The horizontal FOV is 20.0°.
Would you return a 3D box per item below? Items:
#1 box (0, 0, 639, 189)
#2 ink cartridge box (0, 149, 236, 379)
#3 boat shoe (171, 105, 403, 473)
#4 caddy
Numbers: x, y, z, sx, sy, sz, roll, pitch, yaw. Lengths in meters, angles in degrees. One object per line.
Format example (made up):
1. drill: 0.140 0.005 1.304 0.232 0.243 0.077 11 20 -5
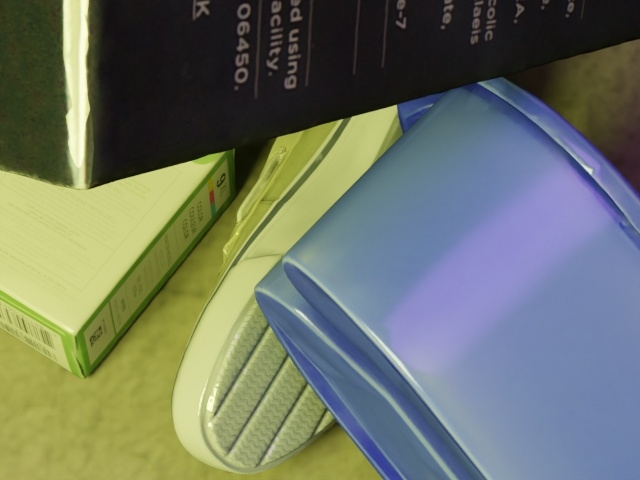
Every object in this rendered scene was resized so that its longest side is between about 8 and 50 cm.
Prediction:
1. box: -0.108 -0.243 0.849 0.480 0.297 0.471 15 23 37
2. ink cartridge box: -0.121 -0.034 1.064 0.109 0.062 0.209 30 65 16
3. boat shoe: 0.000 0.000 1.037 0.094 0.109 0.302 5 54 47
4. caddy: 0.124 0.068 0.885 0.179 0.241 0.341 -38 89 -11
